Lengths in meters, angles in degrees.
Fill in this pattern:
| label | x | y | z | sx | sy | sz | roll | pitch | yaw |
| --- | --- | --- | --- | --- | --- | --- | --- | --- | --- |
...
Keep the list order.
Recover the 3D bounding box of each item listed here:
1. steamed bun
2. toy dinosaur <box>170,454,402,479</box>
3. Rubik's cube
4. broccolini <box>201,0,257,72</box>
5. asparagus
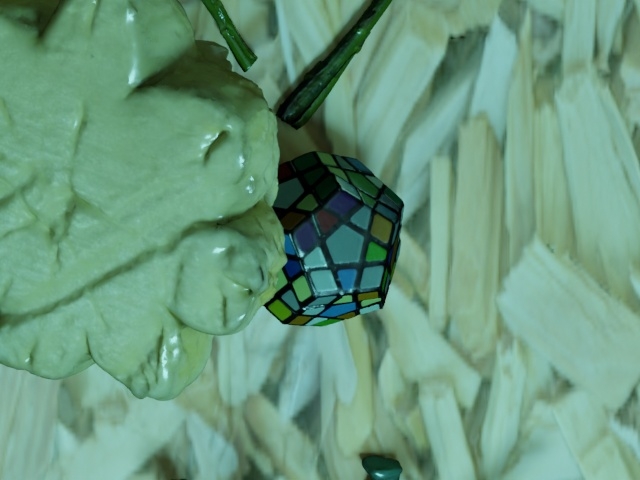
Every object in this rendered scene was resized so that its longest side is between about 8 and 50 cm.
| label | x | y | z | sx | sy | sz | roll | pitch | yaw |
| --- | --- | --- | --- | --- | --- | --- | --- | --- | --- |
| steamed bun | -0.146 | -0.053 | 1.015 | 0.296 | 0.137 | 0.292 | 14 | 113 | 19 |
| toy dinosaur | -0.001 | 0.340 | 1.147 | 0.384 | 0.129 | 0.330 | 2 | 106 | -18 |
| Rubik's cube | 0.000 | 0.000 | 1.091 | 0.133 | 0.133 | 0.111 | -8 | 70 | -16 |
| broccolini | -0.084 | -0.184 | 1.090 | 0.030 | 0.035 | 0.140 | -33 | 105 | -7 |
| asparagus | 0.046 | -0.178 | 1.135 | 0.023 | 0.022 | 0.233 | 37 | 86 | 28 |
